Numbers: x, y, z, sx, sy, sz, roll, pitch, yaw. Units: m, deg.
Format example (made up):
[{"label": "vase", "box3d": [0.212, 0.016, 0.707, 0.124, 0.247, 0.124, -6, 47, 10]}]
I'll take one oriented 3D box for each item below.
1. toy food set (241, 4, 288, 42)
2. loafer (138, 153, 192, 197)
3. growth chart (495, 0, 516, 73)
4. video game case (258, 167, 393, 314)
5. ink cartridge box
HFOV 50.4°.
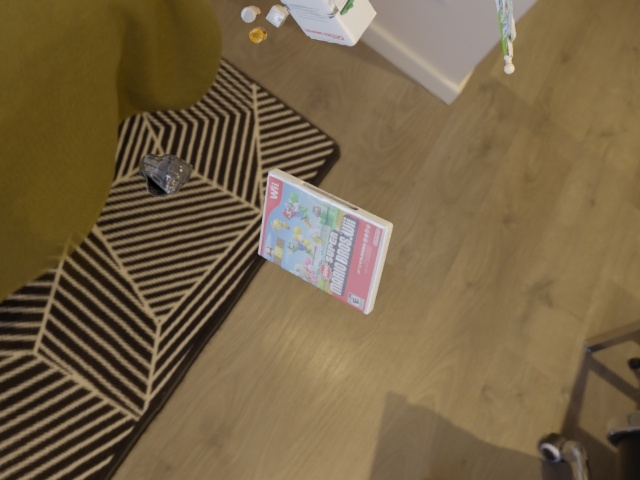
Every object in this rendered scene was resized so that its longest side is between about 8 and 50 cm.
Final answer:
[{"label": "toy food set", "box3d": [-0.120, -0.639, 1.793, 0.111, 0.232, 0.104, 36, 29, -3]}, {"label": "loafer", "box3d": [-0.322, -0.126, 1.351, 0.076, 0.223, 0.078, 31, 80, -28]}, {"label": "growth chart", "box3d": [0.253, -0.367, 0.950, 0.021, 0.237, 0.171, -8, 70, 14]}, {"label": "video game case", "box3d": [0.000, 0.000, 1.350, 0.285, 0.204, 0.025, 28, 35, 27]}, {"label": "ink cartridge box", "box3d": [-0.010, -0.508, 1.367, 0.092, 0.160, 0.219, -55, 137, -7]}]
